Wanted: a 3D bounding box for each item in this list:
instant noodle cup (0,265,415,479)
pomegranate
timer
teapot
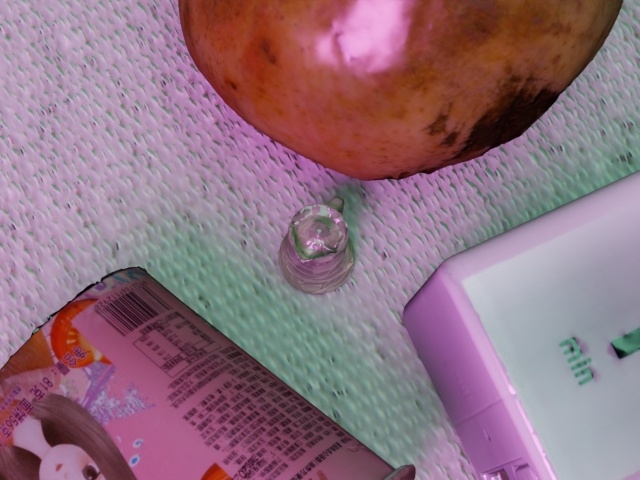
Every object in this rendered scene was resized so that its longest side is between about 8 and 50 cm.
[{"bbox_3d":[-0.100,0.162,1.080,0.231,0.243,0.243,41,77,10],"label":"instant noodle cup"},{"bbox_3d":[0.056,-0.199,1.145,0.322,0.322,0.322,1,78,-6],"label":"pomegranate"},{"bbox_3d":[0.191,0.078,1.141,0.195,0.192,0.194,-25,81,-10],"label":"timer"},{"bbox_3d":[0.000,0.000,1.196,0.057,0.083,0.067,25,79,5],"label":"teapot"}]
